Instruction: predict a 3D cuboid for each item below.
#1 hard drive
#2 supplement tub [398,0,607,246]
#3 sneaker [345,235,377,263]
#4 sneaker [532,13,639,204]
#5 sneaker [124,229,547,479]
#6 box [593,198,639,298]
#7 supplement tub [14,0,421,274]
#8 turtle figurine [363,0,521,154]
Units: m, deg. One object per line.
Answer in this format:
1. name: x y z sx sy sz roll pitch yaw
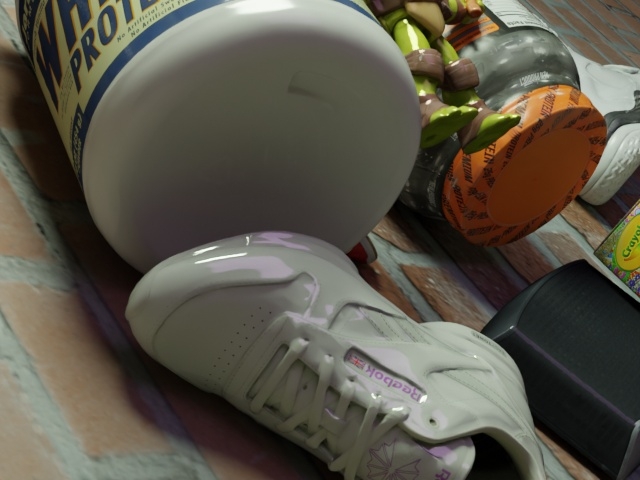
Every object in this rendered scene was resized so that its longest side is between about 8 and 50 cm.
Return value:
1. hard drive: 0.233 0.097 1.219 0.172 0.054 0.255 39 25 12
2. supplement tub: 0.099 -0.163 1.349 0.207 0.207 0.338 4 39 -47
3. sneaker: 0.000 0.000 1.145 0.042 0.067 0.118 50 -1 36
4. sneaker: 0.314 -0.180 1.717 0.210 0.137 0.366 39 28 6
5. sneaker: 0.024 0.091 0.907 0.305 0.114 0.152 22 26 -24
6. box: 0.452 0.056 1.342 0.279 0.177 0.290 47 15 27
7. supplement tub: -0.090 -0.142 1.052 0.235 0.235 0.325 14 31 -35
8. turtle figurine: 0.067 -0.178 1.127 0.269 0.087 0.217 17 50 -62
